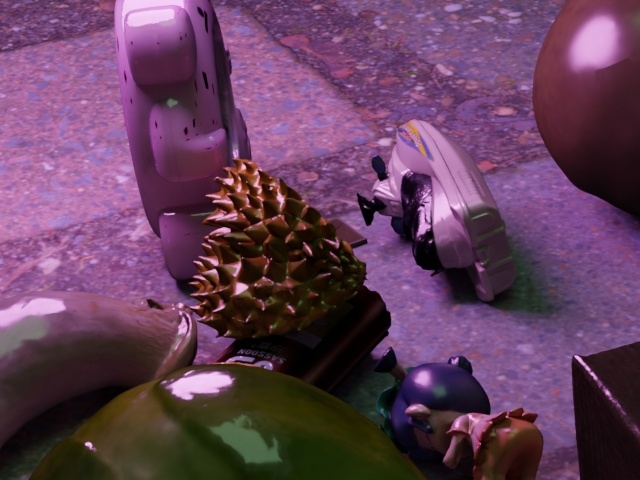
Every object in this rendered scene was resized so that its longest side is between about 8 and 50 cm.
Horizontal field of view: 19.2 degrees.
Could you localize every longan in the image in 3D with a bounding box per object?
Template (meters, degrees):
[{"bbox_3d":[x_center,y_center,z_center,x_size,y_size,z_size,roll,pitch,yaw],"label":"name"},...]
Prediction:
[{"bbox_3d":[0.418,-0.187,2.138,0.361,0.361,0.361,-3,30,2],"label":"longan"}]

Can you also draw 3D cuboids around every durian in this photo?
[{"bbox_3d":[-0.064,0.020,1.921,0.186,0.154,0.260,-55,21,-16],"label":"durian"}]

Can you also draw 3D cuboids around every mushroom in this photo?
[{"bbox_3d":[-0.297,0.139,1.862,0.177,0.126,0.397,40,49,25],"label":"mushroom"}]

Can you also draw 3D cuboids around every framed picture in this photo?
[{"bbox_3d":[0.000,0.000,2.180,0.089,0.007,0.066,-20,33,-26],"label":"framed picture"}]

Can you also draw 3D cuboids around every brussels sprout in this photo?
[{"bbox_3d":[-0.061,0.255,1.481,0.371,0.315,0.276,16,58,22],"label":"brussels sprout"}]

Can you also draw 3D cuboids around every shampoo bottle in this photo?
[{"bbox_3d":[-0.058,0.144,1.859,0.129,0.084,0.323,12,34,30],"label":"shampoo bottle"}]

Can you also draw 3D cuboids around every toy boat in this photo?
[{"bbox_3d":[0.126,-0.037,2.114,0.141,0.141,0.269,-16,30,-19],"label":"toy boat"}]

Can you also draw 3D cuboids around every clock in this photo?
[{"bbox_3d":[-0.153,-0.147,2.144,0.113,0.322,0.295,-8,29,3],"label":"clock"}]

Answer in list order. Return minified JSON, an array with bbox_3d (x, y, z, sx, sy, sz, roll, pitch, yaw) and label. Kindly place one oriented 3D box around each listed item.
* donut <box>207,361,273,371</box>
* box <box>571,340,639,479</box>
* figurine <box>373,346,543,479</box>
[{"bbox_3d":[-0.066,0.175,1.698,0.217,0.085,0.141,22,50,1],"label":"donut"},{"bbox_3d":[0.298,0.223,1.487,0.143,0.273,0.184,-14,30,-11],"label":"box"},{"bbox_3d":[0.135,0.172,1.772,0.111,0.102,0.195,15,7,-43],"label":"figurine"}]
